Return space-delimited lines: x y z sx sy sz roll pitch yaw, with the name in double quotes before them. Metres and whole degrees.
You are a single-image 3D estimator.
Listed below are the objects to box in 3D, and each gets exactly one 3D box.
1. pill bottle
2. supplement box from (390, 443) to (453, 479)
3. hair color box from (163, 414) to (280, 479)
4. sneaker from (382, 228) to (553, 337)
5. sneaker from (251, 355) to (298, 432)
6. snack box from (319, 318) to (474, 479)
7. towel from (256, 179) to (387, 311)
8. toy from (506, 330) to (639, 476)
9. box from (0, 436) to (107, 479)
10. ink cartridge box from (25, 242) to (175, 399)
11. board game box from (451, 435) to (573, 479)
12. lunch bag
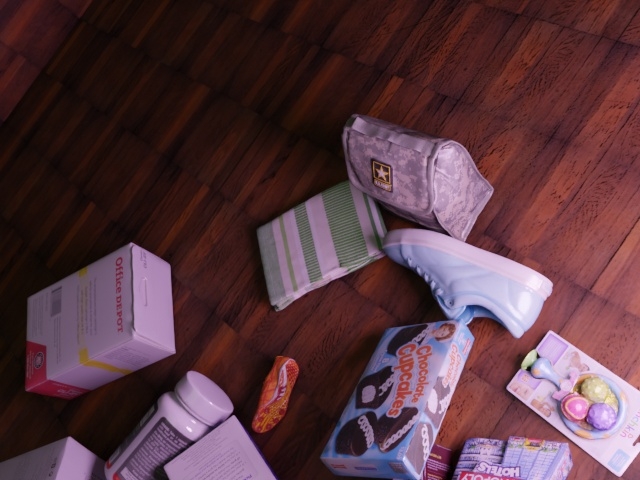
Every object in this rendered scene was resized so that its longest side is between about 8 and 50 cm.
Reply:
"pill bottle" -0.334 0.445 1.551 0.283 0.161 0.161 -50 51 2
"supplement box" 0.180 0.482 1.216 0.073 0.130 0.240 -12 60 30
"hair color box" -0.154 0.543 1.391 0.185 0.110 0.339 -35 48 -11
"sneaker" 0.256 0.084 1.365 0.365 0.135 0.150 19 75 39
"sneaker" -0.104 0.341 1.529 0.067 0.064 0.175 4 63 56
"snack box" 0.147 0.284 1.271 0.187 0.060 0.322 -14 30 41
"towel" 0.000 0.000 1.639 0.324 0.038 0.248 -29 53 21
"toy" 0.448 0.271 1.195 0.237 0.056 0.137 38 92 40
"box" -0.655 0.623 1.613 0.345 0.215 0.168 -23 37 21
"ink cartridge box" -0.581 0.220 1.825 0.384 0.160 0.279 -25 56 21
"board game box" 0.303 0.420 1.155 0.194 0.060 0.194 -3 33 32
"lunch bag" 0.188 -0.138 1.422 0.235 0.287 0.169 27 83 38
